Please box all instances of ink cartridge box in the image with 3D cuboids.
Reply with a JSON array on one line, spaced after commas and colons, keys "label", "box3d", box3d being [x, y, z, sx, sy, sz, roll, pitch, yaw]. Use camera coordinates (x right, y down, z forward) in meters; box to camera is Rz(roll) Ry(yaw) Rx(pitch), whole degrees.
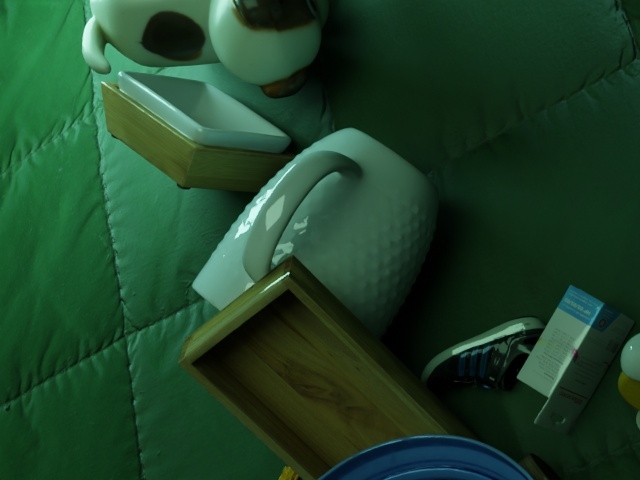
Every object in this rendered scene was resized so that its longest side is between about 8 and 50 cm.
[{"label": "ink cartridge box", "box3d": [0.331, 0.161, 1.709, 0.062, 0.104, 0.181, 32, 94, 40]}]

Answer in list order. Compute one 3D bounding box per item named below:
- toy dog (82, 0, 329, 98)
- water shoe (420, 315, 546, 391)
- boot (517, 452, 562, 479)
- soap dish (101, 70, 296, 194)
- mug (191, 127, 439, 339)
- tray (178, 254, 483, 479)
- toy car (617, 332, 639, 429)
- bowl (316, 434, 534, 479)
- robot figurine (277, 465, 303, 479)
[{"label": "toy dog", "box3d": [-0.170, -0.399, 2.139, 0.408, 0.284, 0.395, 23, 47, 33]}, {"label": "water shoe", "box3d": [0.230, 0.178, 1.801, 0.203, 0.073, 0.080, -32, 59, 25]}, {"label": "boot", "box3d": [0.268, 0.438, 1.650, 0.220, 0.109, 0.283, -48, 49, 11]}, {"label": "soap dish", "box3d": [-0.212, -0.181, 2.184, 0.291, 0.229, 0.118, 35, 113, 40]}, {"label": "mug", "box3d": [0.000, 0.000, 1.853, 0.276, 0.374, 0.328, 34, 87, 24]}, {"label": "tray", "box3d": [0.026, 0.227, 1.746, 0.203, 0.411, 0.076, -38, 17, 21]}, {"label": "toy car", "box3d": [0.469, 0.172, 1.594, 0.182, 0.159, 0.136, 10, 43, 40]}, {"label": "bowl", "box3d": [0.115, 0.423, 1.592, 0.391, 0.077, 0.391, -15, 43, 15]}, {"label": "robot figurine", "box3d": [-0.073, 0.445, 1.862, 0.291, 0.085, 0.211, -56, 5, -17]}]
